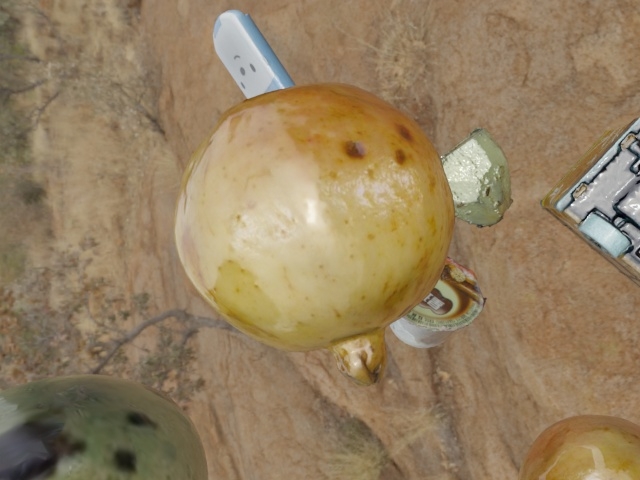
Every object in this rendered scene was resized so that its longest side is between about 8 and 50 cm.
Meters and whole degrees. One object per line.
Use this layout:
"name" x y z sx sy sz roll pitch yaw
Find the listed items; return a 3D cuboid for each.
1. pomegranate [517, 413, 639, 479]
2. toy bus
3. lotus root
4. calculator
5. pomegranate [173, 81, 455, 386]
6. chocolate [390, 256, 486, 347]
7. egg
"pomegranate" 0.398 0.348 0.716 0.252 0.229 0.270 47 114 25
"toy bus" 0.402 0.002 0.617 0.275 0.167 0.138 41 101 5
"lotus root" 0.241 -0.091 0.852 0.144 0.143 0.070 45 177 -3
"calculator" -0.102 -0.273 0.890 0.210 0.039 0.121 56 156 -6
"pomegranate" 0.000 0.000 0.748 0.410 0.410 0.409 3 94 51
"chocolate" 0.207 0.130 1.084 0.221 0.221 0.147 56 155 34
"egg" -0.324 0.342 0.694 0.345 0.428 0.344 6 103 26
